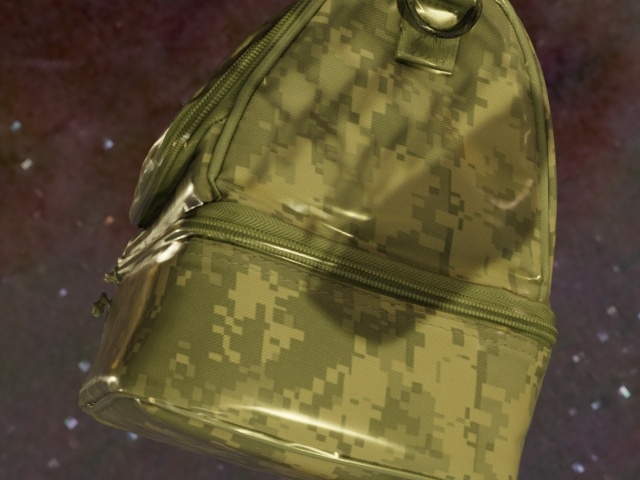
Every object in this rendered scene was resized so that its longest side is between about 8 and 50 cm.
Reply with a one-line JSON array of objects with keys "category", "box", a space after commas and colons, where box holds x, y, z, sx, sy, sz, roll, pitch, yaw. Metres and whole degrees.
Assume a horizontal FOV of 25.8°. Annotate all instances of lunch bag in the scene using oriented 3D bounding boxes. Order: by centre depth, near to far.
[{"category": "lunch bag", "box": [0.000, 0.000, 0.769, 0.305, 0.212, 0.256, 148, -41, -75]}]
